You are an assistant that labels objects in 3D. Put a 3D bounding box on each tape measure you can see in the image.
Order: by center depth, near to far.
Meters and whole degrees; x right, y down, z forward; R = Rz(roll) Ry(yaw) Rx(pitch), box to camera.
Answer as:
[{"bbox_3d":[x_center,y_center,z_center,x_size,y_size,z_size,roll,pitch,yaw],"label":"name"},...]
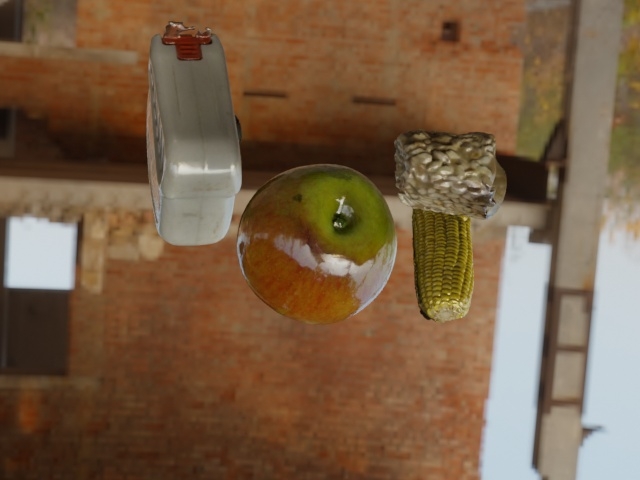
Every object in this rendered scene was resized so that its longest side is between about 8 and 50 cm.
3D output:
[{"bbox_3d":[-0.189,-0.145,1.895,0.130,0.258,0.265,-4,145,-13],"label":"tape measure"}]

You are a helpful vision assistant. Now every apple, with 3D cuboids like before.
[{"bbox_3d":[0.000,0.000,1.531,0.196,0.196,0.196,4,-173,-1],"label":"apple"}]

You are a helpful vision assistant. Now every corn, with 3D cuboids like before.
[{"bbox_3d":[0.138,0.009,1.445,0.072,0.072,0.203,4,-134,-2],"label":"corn"}]

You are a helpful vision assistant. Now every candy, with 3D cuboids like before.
[{"bbox_3d":[0.125,-0.064,1.226,0.110,0.085,0.095,2,153,5],"label":"candy"}]
